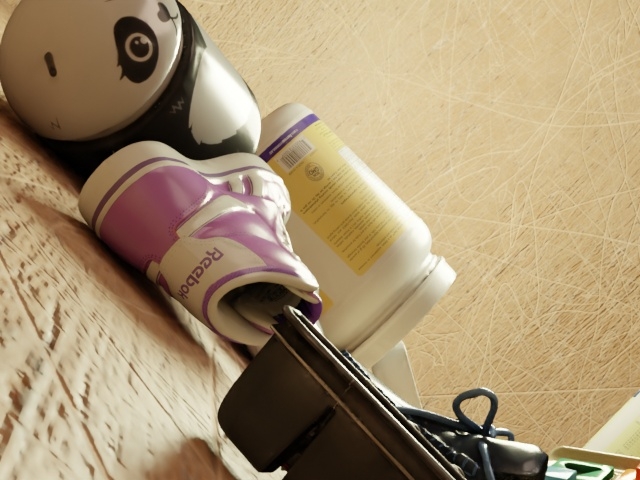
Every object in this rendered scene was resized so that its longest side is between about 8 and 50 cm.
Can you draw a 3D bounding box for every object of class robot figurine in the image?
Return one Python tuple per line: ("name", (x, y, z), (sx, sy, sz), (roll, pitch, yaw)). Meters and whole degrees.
("robot figurine", (-0.158, -0.125, 0.842), (0.209, 0.173, 0.278), (35, -7, 33))

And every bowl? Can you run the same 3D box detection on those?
("bowl", (0.107, 0.213, 1.331), (0.142, 0.053, 0.141), (71, 4, -89))

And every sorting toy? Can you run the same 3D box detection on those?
("sorting toy", (0.293, 0.255, 0.962), (0.348, 0.047, 0.196), (2, 11, 34))

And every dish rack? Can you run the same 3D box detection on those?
("dish rack", (0.053, 0.149, 0.514), (0.208, 0.074, 0.271), (45, -1, 18))

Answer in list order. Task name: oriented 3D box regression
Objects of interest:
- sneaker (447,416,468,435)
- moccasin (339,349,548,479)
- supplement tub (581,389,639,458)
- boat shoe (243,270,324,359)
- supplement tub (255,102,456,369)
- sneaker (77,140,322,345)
("sneaker", (0.251, 0.361, 1.496), (0.145, 0.090, 0.270), (42, -4, 6))
("moccasin", (0.131, 0.199, 0.698), (0.342, 0.117, 0.138), (45, -1, 21))
("supplement tub", (0.439, 0.376, 1.271), (0.235, 0.325, 0.235), (45, -1, 1))
("boat shoe", (-0.048, 0.048, 0.826), (0.076, 0.083, 0.226), (46, -1, -17))
("supplement tub", (0.000, 0.000, 1.290), (0.331, 0.241, 0.241), (45, -1, 0))
("sneaker", (-0.057, 0.015, 0.719), (0.161, 0.102, 0.282), (41, 14, 12))
